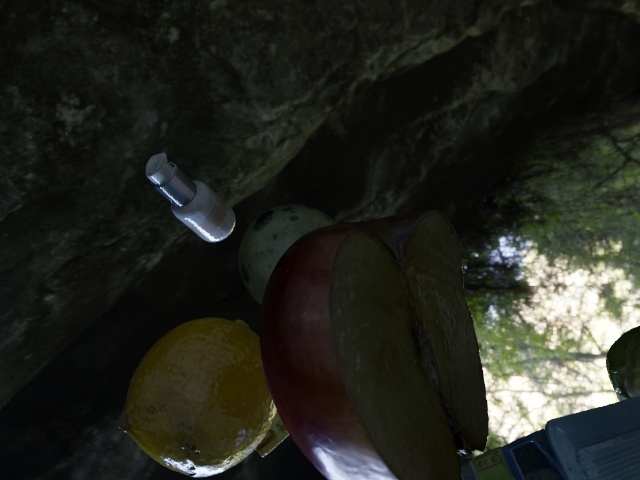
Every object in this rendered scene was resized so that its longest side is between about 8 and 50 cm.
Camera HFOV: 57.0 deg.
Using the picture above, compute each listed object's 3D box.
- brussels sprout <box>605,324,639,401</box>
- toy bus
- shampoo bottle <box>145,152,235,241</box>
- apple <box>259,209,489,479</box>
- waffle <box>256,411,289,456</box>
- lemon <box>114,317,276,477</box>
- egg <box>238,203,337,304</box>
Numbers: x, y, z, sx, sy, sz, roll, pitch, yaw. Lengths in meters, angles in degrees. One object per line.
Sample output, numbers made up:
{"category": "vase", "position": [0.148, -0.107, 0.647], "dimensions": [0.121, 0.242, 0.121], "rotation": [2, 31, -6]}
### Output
{"category": "brussels sprout", "position": [0.775, 0.298, 1.353], "dimensions": [0.244, 0.244, 0.244], "rotation": [5, -97, -50]}
{"category": "toy bus", "position": [0.364, 0.324, 0.807], "dimensions": [0.312, 0.190, 0.152], "rotation": [3, -125, -38]}
{"category": "shampoo bottle", "position": [-0.215, -0.068, 0.964], "dimensions": [0.192, 0.074, 0.074], "rotation": [47, -127, -50]}
{"category": "apple", "position": [0.093, 0.141, 0.738], "dimensions": [0.329, 0.295, 0.365], "rotation": [-20, -84, -13]}
{"category": "waffle", "position": [-0.150, 0.411, 1.478], "dimensions": [0.168, 0.057, 0.274], "rotation": [-37, -59, -14]}
{"category": "lemon", "position": [-0.177, 0.238, 0.932], "dimensions": [0.253, 0.228, 0.228], "rotation": [-49, -56, -22]}
{"category": "egg", "position": [-0.027, 0.046, 0.943], "dimensions": [0.228, 0.177, 0.177], "rotation": [49, -128, -31]}
